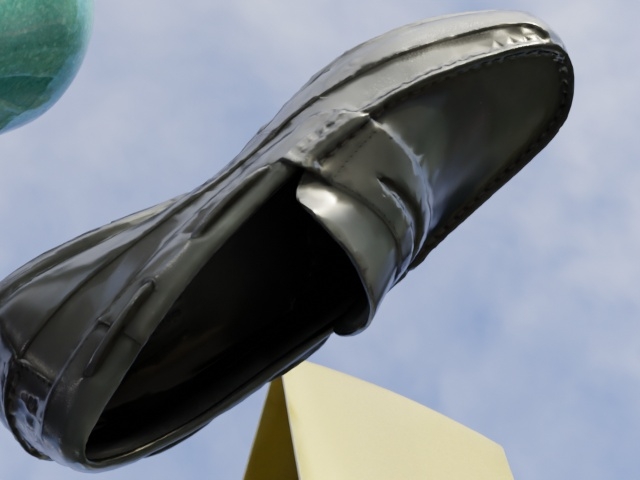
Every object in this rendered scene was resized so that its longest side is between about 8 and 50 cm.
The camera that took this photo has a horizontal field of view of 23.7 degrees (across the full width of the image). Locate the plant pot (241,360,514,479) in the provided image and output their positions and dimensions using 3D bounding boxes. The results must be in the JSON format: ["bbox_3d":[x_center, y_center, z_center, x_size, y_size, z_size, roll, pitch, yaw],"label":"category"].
[{"bbox_3d":[0.045,0.237,1.144,0.187,0.212,0.212,8,-60,-13],"label":"plant pot"}]

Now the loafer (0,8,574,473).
[{"bbox_3d":[0.000,0.000,0.478,0.223,0.078,0.076,-33,-52,-19],"label":"loafer"}]

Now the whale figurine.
[{"bbox_3d":[-0.219,-0.130,0.882,0.141,0.272,0.216,-8,-72,13],"label":"whale figurine"}]
